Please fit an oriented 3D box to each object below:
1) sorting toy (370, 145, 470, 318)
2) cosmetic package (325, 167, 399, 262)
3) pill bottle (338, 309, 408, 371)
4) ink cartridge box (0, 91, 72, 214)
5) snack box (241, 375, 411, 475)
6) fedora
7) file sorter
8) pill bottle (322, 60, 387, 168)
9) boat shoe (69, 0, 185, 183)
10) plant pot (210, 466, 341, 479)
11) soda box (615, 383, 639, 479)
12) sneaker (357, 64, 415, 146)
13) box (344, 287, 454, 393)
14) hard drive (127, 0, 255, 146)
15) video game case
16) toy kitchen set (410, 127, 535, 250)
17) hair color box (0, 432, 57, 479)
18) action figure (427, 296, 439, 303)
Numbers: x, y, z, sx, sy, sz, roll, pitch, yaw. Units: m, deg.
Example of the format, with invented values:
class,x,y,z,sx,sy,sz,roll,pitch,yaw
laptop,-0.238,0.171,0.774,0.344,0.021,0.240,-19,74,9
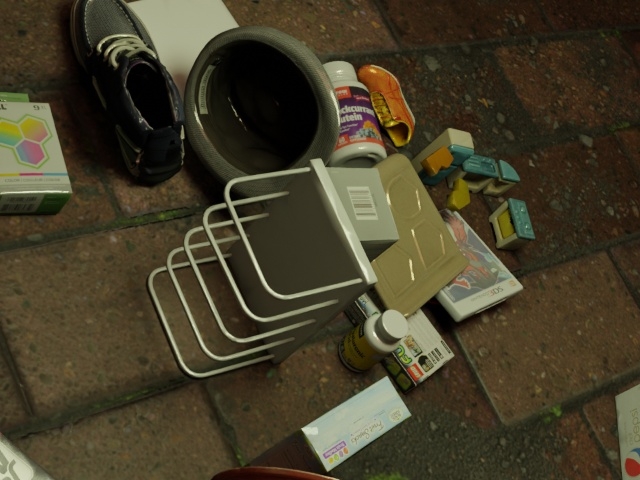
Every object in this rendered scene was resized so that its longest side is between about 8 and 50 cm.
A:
class,x,y,z,sx,sy,sz,roll,pitch,yaw
sorting toy,0.153,-0.029,1.841,0.307,0.041,0.229,-36,94,-41
cosmetic package,0.000,0.000,1.654,0.107,0.238,0.127,-3,66,-34
pill bottle,0.083,0.152,1.694,0.065,0.116,0.065,19,52,-25
ink cartridge box,-0.432,-0.140,1.556,0.109,0.062,0.209,-2,63,-36
snack box,-0.004,0.279,1.485,0.174,0.207,0.070,-24,77,-42
fedora,-0.079,-0.197,1.713,0.275,0.243,0.124,47,16,10
file sorter,-0.093,0.048,1.527,0.173,0.278,0.192,-12,69,-38
pill bottle,0.042,-0.209,1.908,0.108,0.108,0.193,4,59,-34
boat shoe,-0.284,-0.266,1.660,0.127,0.158,0.340,-20,74,-20
plant pot,-0.036,0.449,1.331,0.272,0.272,0.265,26,57,-19
soda box,0.573,0.364,1.933,0.069,0.074,0.216,22,51,-23
sneaker,0.122,-0.243,1.983,0.175,0.064,0.067,51,35,-32
box,0.116,0.133,1.785,0.114,0.036,0.207,-29,81,-43
hard drive,-0.178,-0.272,1.839,0.210,0.040,0.318,-26,79,-43
video game case,0.232,0.037,1.910,0.183,0.023,0.201,-19,61,-44
toy kitchen set,0.292,-0.086,1.996,0.207,0.122,0.166,9,57,-31
hair color box,-0.348,0.361,1.257,0.347,0.105,0.174,42,46,-6
action figure,0.206,0.096,1.882,0.115,0.030,0.038,20,55,-21
